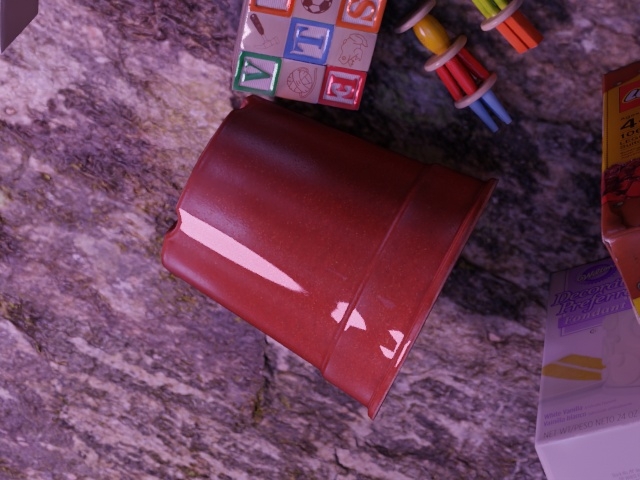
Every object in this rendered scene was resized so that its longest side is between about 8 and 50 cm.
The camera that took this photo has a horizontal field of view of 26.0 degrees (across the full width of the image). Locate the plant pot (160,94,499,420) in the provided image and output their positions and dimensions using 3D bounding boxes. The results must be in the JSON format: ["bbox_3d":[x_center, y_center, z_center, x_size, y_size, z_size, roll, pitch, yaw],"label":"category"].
[{"bbox_3d":[0.000,0.000,1.398,0.265,0.272,0.272,27,120,6],"label":"plant pot"}]

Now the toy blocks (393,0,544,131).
[{"bbox_3d":[0.164,-0.189,1.365,0.123,0.054,0.148,-34,106,26],"label":"toy blocks"}]

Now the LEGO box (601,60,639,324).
[{"bbox_3d":[0.508,-0.081,1.170,0.500,0.372,0.193,-19,112,20],"label":"LEGO box"}]

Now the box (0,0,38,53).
[{"bbox_3d":[-0.417,-0.280,1.349,0.275,0.094,0.113,15,129,7],"label":"box"}]

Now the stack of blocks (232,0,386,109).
[{"bbox_3d":[-0.016,-0.285,1.311,0.171,0.087,0.297,9,120,-8],"label":"stack of blocks"}]

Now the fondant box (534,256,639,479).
[{"bbox_3d":[0.339,0.114,1.332,0.238,0.330,0.096,-17,111,19],"label":"fondant box"}]
